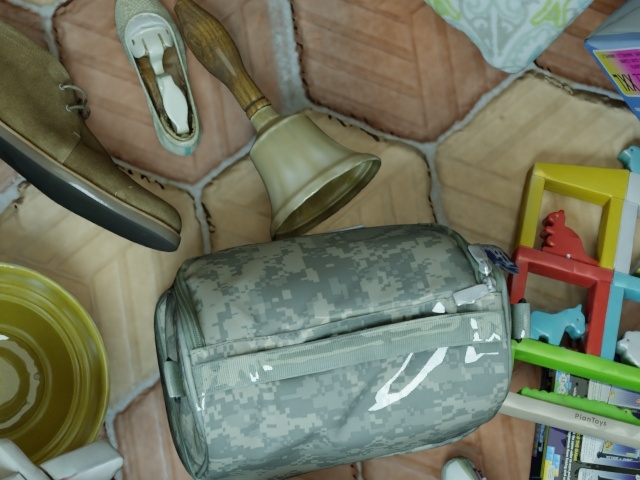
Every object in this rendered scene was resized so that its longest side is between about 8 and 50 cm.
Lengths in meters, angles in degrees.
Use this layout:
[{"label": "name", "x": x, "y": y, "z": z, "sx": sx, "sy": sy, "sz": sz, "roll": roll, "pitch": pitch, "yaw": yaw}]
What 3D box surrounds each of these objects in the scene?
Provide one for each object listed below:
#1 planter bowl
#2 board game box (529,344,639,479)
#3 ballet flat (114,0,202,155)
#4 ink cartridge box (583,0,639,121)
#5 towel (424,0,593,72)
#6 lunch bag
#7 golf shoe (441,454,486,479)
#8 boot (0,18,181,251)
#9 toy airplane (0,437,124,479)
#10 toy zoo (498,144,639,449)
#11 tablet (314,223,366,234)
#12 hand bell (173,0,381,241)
[{"label": "planter bowl", "x": -0.298, "y": 0.128, "z": 1.417, "sx": 0.217, "sy": 0.090, "sz": 0.217, "roll": 1, "pitch": 86, "yaw": -7}, {"label": "board game box", "x": 0.278, "y": 0.193, "z": 1.511, "sx": 0.141, "sy": 0.048, "sz": 0.170, "roll": 10, "pitch": 83, "yaw": -9}, {"label": "ballet flat", "x": -0.147, "y": -0.162, "z": 1.479, "sx": 0.057, "sy": 0.052, "sz": 0.168, "roll": -22, "pitch": 88, "yaw": -9}, {"label": "ink cartridge box", "x": 0.476, "y": -0.123, "z": 1.476, "sx": 0.270, "sy": 0.151, "sz": 0.395, "roll": -43, "pitch": 110, "yaw": -12}, {"label": "towel", "x": 0.144, "y": -0.377, "z": 1.426, "sx": 0.374, "sy": 0.320, "sz": 0.090, "roll": 43, "pitch": 43, "yaw": -2}, {"label": "lunch bag", "x": 0.011, "y": 0.098, "z": 1.377, "sx": 0.305, "sy": 0.256, "sz": 0.213, "roll": -10, "pitch": 87, "yaw": -9}, {"label": "golf shoe", "x": 0.133, "y": 0.297, "z": 1.473, "sx": 0.086, "sy": 0.067, "sz": 0.186, "roll": -11, "pitch": 87, "yaw": -7}, {"label": "boot", "x": -0.240, "y": -0.103, "z": 1.441, "sx": 0.305, "sy": 0.112, "sz": 0.115, "roll": 35, "pitch": 71, "yaw": -2}, {"label": "toy airplane", "x": -0.272, "y": 0.333, "z": 1.258, "sx": 0.386, "sy": 0.384, "sz": 0.272, "roll": -27, "pitch": 79, "yaw": -10}, {"label": "toy zoo", "x": 0.274, "y": 0.044, "z": 1.501, "sx": 0.192, "sy": 0.030, "sz": 0.293, "roll": 15, "pitch": 68, "yaw": -5}, {"label": "tablet", "x": 0.000, "y": 0.000, "z": 1.485, "sx": 0.083, "sy": 0.054, "sz": 0.006, "roll": -13, "pitch": 78, "yaw": -9}, {"label": "hand bell", "x": -0.064, "y": -0.130, "z": 1.476, "sx": 0.126, "sy": 0.126, "sz": 0.242, "roll": -35, "pitch": 79, "yaw": -9}]
